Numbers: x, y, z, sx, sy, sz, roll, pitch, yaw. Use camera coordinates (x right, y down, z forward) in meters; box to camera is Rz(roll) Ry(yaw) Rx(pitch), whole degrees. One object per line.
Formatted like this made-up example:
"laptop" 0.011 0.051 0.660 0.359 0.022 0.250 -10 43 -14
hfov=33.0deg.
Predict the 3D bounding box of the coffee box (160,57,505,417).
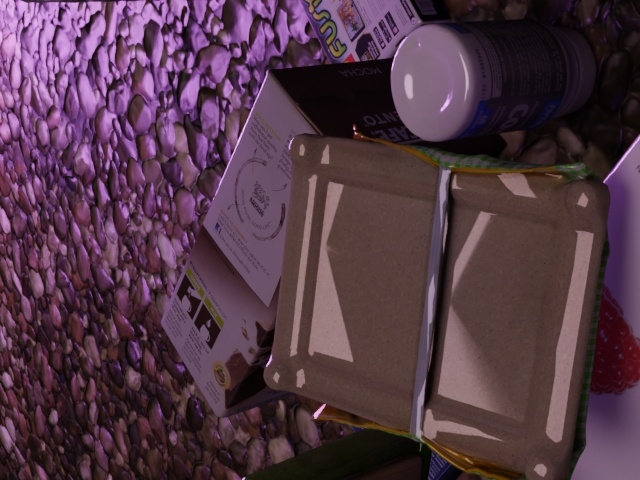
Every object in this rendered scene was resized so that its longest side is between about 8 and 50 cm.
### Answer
"coffee box" 0.000 0.000 0.903 0.119 0.168 0.297 53 136 28

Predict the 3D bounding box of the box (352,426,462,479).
"box" 0.097 0.116 0.919 0.136 0.036 0.225 54 135 27

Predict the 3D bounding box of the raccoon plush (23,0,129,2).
"raccoon plush" 0.028 -0.294 0.623 0.216 0.446 0.299 -134 41 -71

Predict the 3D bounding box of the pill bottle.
"pill bottle" 0.122 -0.112 0.743 0.078 0.137 0.078 17 113 49

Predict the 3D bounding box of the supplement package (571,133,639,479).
"supplement package" 0.222 0.061 0.593 0.178 0.175 0.293 59 150 23

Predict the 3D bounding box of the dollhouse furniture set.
"dollhouse furniture set" 0.079 0.092 0.617 0.197 0.151 0.302 14 102 38

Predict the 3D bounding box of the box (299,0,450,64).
"box" 0.022 -0.236 0.915 0.114 0.036 0.207 -43 67 48
